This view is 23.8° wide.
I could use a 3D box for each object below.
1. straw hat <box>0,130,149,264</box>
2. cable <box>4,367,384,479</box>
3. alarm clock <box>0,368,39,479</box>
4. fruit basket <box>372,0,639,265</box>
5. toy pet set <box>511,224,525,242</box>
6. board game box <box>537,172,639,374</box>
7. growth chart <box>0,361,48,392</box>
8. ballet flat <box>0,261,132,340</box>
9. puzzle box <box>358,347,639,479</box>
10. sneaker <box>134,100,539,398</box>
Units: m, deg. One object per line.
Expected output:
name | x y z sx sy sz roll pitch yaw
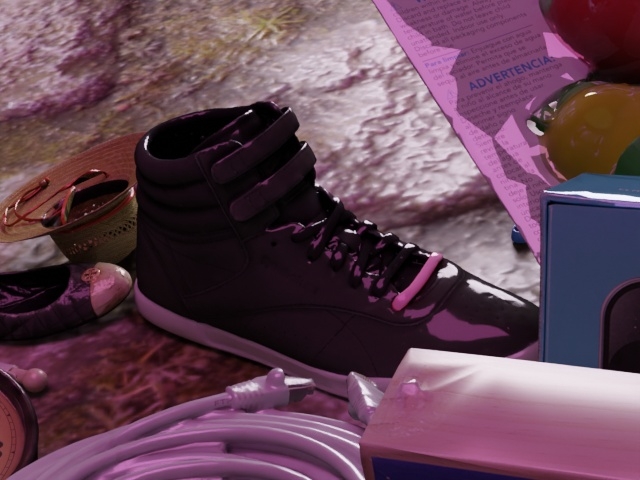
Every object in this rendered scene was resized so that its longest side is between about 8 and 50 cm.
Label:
straw hat | -0.157 -0.014 1.057 0.144 0.061 0.144 -22 23 10
cable | -0.060 0.169 0.692 0.257 0.089 0.257 -13 26 -10
alarm clock | -0.221 0.111 0.854 0.129 0.064 0.192 7 45 -2
fruit basket | 0.230 -0.090 0.891 0.327 0.165 0.353 -21 53 -15
toy pet set | 0.201 -0.037 0.985 0.122 0.065 0.114 -31 38 -29
board game box | 0.250 0.111 0.562 0.336 0.254 0.079 5 11 22
growth chart | -0.303 0.128 0.914 0.172 0.021 0.237 13 39 32
ballet flat | -0.211 0.036 1.004 0.173 0.049 0.057 -6 33 6
puzzle box | 0.224 0.173 0.462 0.408 0.272 0.052 5 35 23
sneaker | 0.000 0.000 0.911 0.295 0.147 0.104 12 37 29
